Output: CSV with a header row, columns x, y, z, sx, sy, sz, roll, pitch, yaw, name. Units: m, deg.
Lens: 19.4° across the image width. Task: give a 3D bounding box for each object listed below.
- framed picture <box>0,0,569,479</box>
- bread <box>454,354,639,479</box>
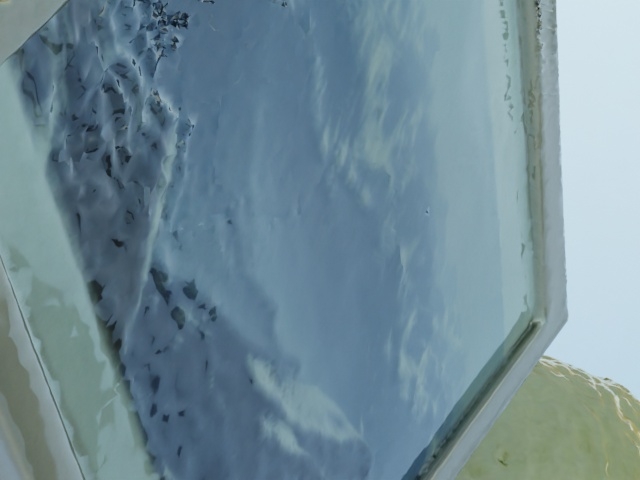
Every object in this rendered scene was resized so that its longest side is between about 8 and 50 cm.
x,y,z,sx,sy,sz,roll,pitch,yaw,name
0.000,0.000,0.522,0.022,0.335,0.247,24,-124,26,framed picture
0.105,0.226,1.266,0.237,0.320,0.320,28,-159,-19,bread
